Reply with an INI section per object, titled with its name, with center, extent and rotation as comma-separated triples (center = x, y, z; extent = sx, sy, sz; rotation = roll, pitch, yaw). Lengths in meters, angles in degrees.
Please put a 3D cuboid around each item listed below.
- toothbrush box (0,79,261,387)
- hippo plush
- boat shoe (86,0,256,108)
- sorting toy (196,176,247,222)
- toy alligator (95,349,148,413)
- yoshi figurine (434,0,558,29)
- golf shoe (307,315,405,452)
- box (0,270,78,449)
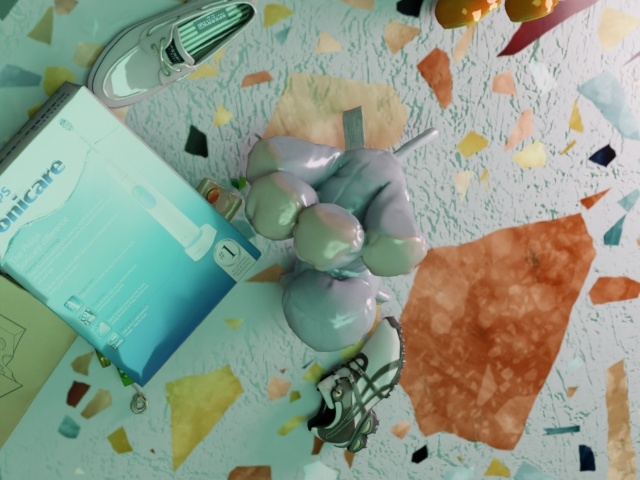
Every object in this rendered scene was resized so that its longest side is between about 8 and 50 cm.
[toothbrush box]
center = -0.254, -0.009, 1.589
extent = 0.295, 0.126, 0.216
rotation = 43, 83, -22
[hippo plush]
center = 0.000, 0.000, 1.702
extent = 0.234, 0.294, 0.236
rotation = 15, 128, -5
[boat shoe]
center = -0.178, -0.233, 1.610
extent = 0.226, 0.076, 0.083
rotation = -38, 115, -6
[sorting toy]
center = -0.128, -0.053, 1.721
extent = 0.062, 0.012, 0.083
rotation = 31, 94, -26
[toy alligator]
center = -0.250, 0.148, 1.716
extent = 0.056, 0.051, 0.189
rotation = -23, 113, -12
[yoshi figurine]
center = 0.171, -0.433, 1.618
extent = 0.203, 0.203, 0.362
rotation = -17, 109, -8
[golf shoe]
center = 0.048, 0.190, 1.830
extent = 0.094, 0.077, 0.198
rotation = 17, 99, -24
[box]
center = -0.412, 0.143, 1.664
extent = 0.164, 0.021, 0.201
rotation = 34, 93, -22
